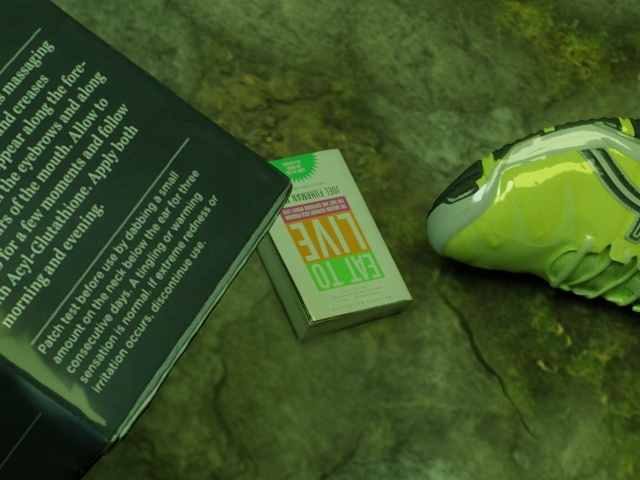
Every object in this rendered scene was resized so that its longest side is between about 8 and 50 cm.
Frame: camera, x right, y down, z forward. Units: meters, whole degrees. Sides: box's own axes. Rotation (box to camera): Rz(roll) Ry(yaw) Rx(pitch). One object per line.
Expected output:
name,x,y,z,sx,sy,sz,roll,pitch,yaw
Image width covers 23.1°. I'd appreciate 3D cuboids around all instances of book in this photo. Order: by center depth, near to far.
book,0.000,0.000,1.229,0.096,0.035,0.144,-13,65,-29

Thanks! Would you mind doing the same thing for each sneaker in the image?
sneaker,0.273,0.001,1.251,0.384,0.145,0.147,1,60,-17

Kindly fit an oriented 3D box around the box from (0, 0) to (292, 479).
box,-0.269,-0.020,0.963,0.395,0.293,0.212,36,56,-4
